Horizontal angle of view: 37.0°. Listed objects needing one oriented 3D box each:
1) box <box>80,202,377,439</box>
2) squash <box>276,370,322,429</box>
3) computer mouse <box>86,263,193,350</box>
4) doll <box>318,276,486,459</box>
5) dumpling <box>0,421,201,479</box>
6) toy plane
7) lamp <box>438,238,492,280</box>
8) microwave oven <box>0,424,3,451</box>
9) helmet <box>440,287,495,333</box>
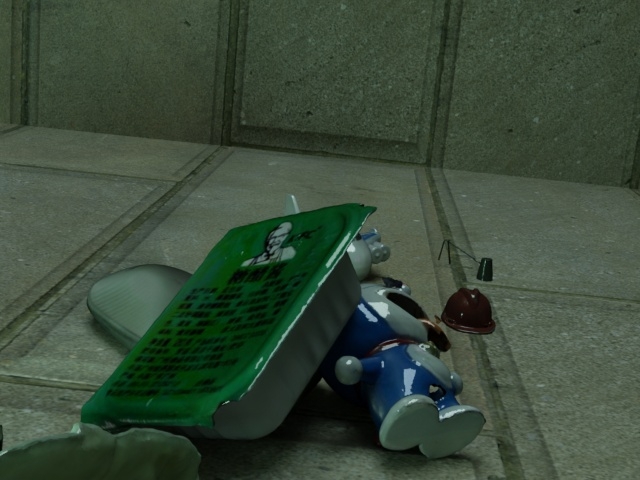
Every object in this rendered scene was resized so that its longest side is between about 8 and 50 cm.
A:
[{"bbox_3d":[-0.078,0.107,1.080,0.264,0.106,0.337,-9,34,43],"label":"box"},{"bbox_3d":[-0.040,0.182,1.173,0.052,0.052,0.183,10,18,17],"label":"squash"},{"bbox_3d":[-0.201,0.101,1.347,0.197,0.095,0.331,-10,20,-35],"label":"computer mouse"},{"bbox_3d":[0.085,0.146,1.137,0.215,0.161,0.257,30,10,-35],"label":"doll"},{"bbox_3d":[-0.209,0.238,0.599,0.270,0.212,0.321,-28,13,29],"label":"dumpling"},{"bbox_3d":[0.000,0.006,1.744,0.266,0.123,0.267,6,17,-2],"label":"toy plane"},{"bbox_3d":[0.287,0.037,1.859,0.041,0.054,0.121,-8,20,-44],"label":"lamp"},{"bbox_3d":[-0.392,0.200,0.792,0.163,0.129,0.205,18,18,37],"label":"microwave oven"},{"bbox_3d":[0.245,0.107,1.557,0.089,0.057,0.111,6,14,-6],"label":"helmet"}]
